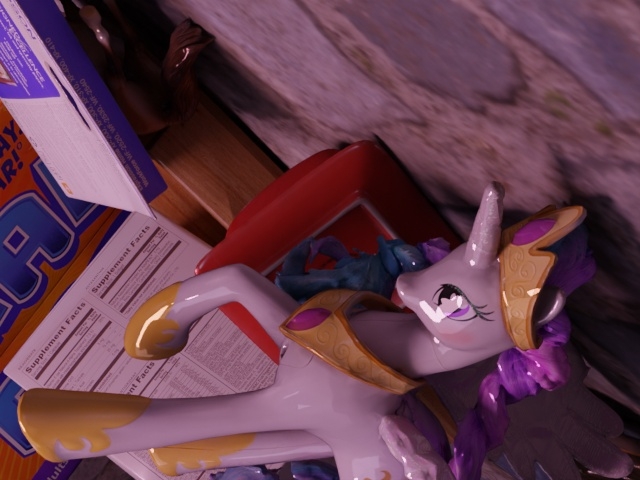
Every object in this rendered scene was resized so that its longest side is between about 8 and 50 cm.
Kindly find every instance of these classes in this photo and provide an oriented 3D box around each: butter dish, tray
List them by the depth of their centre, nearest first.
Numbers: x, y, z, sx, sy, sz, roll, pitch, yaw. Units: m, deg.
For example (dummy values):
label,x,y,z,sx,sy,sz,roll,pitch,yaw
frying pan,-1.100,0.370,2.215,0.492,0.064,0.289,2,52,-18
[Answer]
label,x,y,z,sx,sy,sz,roll,pitch,yaw
butter dish,0.000,0.000,1.029,0.160,0.160,0.118,48,-173,-35
tray,-0.029,0.020,1.285,0.411,0.076,0.203,44,166,-26

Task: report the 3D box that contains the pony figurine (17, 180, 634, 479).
label,x,y,z,sx,sy,sz,roll,pitch,yaw
pony figurine,0.047,0.133,0.915,0.363,0.303,0.351,-19,125,21

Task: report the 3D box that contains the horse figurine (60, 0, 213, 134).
label,x,y,z,sx,sy,sz,roll,pitch,yaw
horse figurine,-0.170,-0.149,1.104,0.263,0.066,0.174,31,158,41

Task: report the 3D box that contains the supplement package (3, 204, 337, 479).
label,x,y,z,sx,sy,sz,roll,pitch,yaw
supplement package,-0.095,0.139,1.264,0.262,0.198,0.199,32,167,25

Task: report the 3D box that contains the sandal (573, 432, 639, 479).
label,x,y,z,sx,sy,sz,roll,pitch,yaw
sandal,0.218,0.151,1.108,0.219,0.060,0.090,8,156,39

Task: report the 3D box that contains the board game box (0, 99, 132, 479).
label,x,y,z,sx,sy,sz,roll,pitch,yaw
board game box,-0.374,-0.012,1.436,0.356,0.356,0.356,24,161,39

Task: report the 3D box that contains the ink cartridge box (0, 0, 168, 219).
label,x,y,z,sx,sy,sz,roll,pitch,yaw
ink cartridge box,-0.196,-0.115,1.053,0.206,0.045,0.208,59,161,-20
